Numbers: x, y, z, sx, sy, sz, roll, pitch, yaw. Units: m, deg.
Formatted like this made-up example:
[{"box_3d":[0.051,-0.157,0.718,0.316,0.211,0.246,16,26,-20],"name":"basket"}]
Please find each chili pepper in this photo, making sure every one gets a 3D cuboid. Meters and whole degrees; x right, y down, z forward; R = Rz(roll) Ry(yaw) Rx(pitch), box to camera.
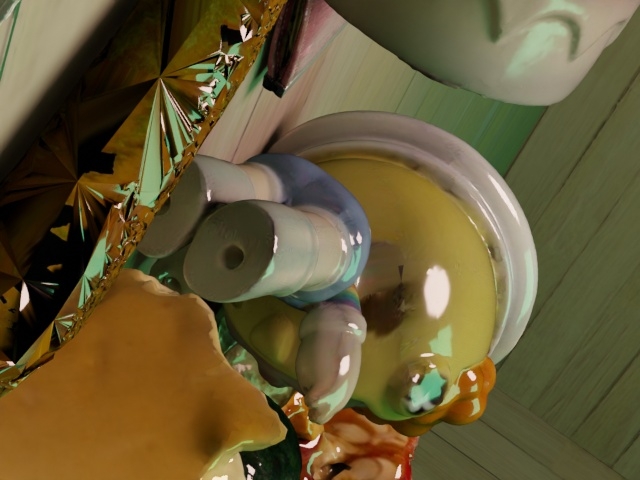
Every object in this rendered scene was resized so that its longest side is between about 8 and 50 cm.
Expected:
[{"box_3d":[-0.005,0.211,1.536,0.251,0.229,0.305,-36,180,-19],"name":"chili pepper"}]

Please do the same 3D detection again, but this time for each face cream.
[{"box_3d":[0.099,-0.187,0.781,0.195,0.175,0.175,-61,171,28],"name":"face cream"}]

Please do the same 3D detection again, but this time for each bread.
[{"box_3d":[-0.085,0.113,0.797,0.211,0.224,0.184,-59,171,-39],"name":"bread"}]

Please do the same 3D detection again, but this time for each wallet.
[{"box_3d":[0.045,-0.194,0.988,0.232,0.025,0.119,-51,172,-27],"name":"wallet"}]

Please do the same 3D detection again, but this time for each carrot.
[{"box_3d":[-0.091,-0.034,0.694,0.229,0.069,0.069,-56,173,-5],"name":"carrot"}]

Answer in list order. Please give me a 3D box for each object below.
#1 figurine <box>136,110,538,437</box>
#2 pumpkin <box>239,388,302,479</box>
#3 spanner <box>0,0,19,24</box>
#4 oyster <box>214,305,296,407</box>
[{"box_3d":[0.024,0.016,1.026,0.205,0.224,0.382,-59,172,3],"name":"figurine"},{"box_3d":[-0.106,0.193,1.202,0.211,0.152,0.211,-33,168,-8],"name":"pumpkin"},{"box_3d":[-0.080,-0.120,0.541,0.325,0.026,0.093,-54,174,2],"name":"spanner"},{"box_3d":[-0.039,0.049,1.315,0.166,0.094,0.294,-29,149,-54],"name":"oyster"}]
